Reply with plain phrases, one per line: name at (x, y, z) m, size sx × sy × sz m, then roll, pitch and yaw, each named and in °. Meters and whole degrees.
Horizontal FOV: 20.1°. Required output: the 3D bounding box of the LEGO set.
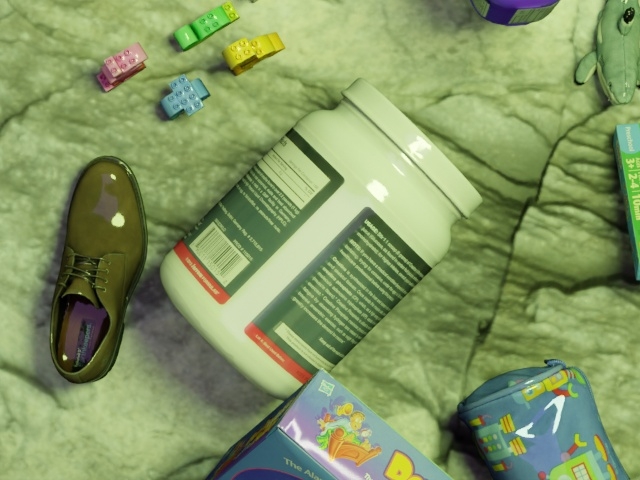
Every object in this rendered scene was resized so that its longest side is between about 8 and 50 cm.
LEGO set at (-0.106, -0.188, 1.758) m, size 0.227 × 0.093 × 0.087 m, roll -32°, pitch 90°, yaw 2°

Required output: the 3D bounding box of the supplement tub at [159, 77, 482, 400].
supplement tub at (0.000, 0.000, 1.708) m, size 0.272 × 0.191 × 0.191 m, roll -45°, pitch 89°, yaw 2°

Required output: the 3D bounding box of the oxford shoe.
oxford shoe at (-0.218, 0.029, 1.764) m, size 0.082 × 0.096 × 0.227 m, roll 5°, pitch 89°, yaw 4°

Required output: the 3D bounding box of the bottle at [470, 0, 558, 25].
bottle at (0.178, -0.256, 1.653) m, size 0.092 × 0.283 × 0.118 m, roll -4°, pitch 90°, yaw 2°

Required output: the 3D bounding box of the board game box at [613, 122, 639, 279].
board game box at (0.398, -0.046, 1.735) m, size 0.211 × 0.039 × 0.160 m, roll -5°, pitch 59°, yaw 1°

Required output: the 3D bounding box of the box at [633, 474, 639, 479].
box at (0.353, 0.223, 1.689) m, size 0.324 × 0.067 × 0.063 m, roll -34°, pitch 93°, yaw -28°

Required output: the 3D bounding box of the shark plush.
shark plush at (0.303, -0.210, 1.757) m, size 0.073 × 0.067 × 0.161 m, roll 16°, pitch 91°, yaw 2°

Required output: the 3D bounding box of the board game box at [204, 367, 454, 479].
board game box at (0.067, 0.294, 1.678) m, size 0.347 × 0.233 × 0.078 m, roll 41°, pitch 56°, yaw -3°

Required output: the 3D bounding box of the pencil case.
pencil case at (0.254, 0.259, 1.738) m, size 0.133 × 0.119 × 0.306 m, roll -29°, pitch 89°, yaw -1°
